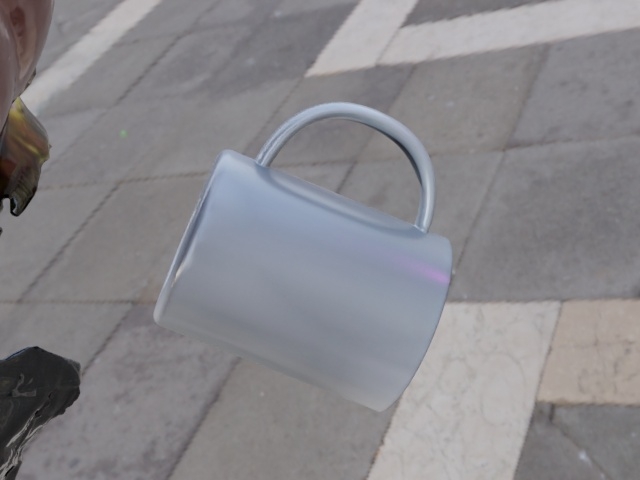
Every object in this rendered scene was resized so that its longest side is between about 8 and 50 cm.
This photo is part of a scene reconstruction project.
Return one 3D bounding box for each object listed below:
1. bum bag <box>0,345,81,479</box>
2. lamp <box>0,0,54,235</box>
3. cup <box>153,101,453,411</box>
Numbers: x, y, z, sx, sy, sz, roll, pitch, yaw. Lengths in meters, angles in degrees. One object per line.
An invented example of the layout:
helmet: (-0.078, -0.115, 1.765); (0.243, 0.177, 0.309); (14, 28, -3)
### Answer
bum bag: (-0.198, 0.134, 0.500); (0.049, 0.087, 0.198); (34, 98, 23)
lamp: (-0.238, -0.077, 0.416); (0.305, 0.239, 0.305); (-26, 41, 25)
cup: (-0.003, 0.005, 0.511); (0.099, 0.133, 0.136); (133, 158, -69)
